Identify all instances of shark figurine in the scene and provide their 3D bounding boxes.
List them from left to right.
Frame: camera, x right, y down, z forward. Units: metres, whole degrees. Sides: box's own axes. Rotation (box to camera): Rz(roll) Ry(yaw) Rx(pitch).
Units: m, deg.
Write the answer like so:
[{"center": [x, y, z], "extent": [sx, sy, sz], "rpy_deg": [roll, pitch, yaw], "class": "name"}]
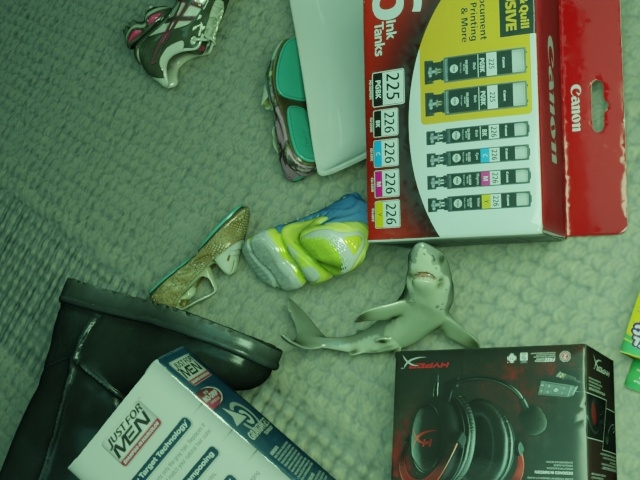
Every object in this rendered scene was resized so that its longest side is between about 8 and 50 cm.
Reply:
[{"center": [0.087, 0.081, 1.095], "extent": [0.278, 0.166, 0.116], "rpy_deg": [-32, 32, 42], "class": "shark figurine"}]

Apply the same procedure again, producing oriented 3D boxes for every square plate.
[{"center": [0.125, -0.290, 1.202], "extent": [0.344, 0.049, 0.347], "rpy_deg": [-21, 63, 27], "class": "square plate"}]

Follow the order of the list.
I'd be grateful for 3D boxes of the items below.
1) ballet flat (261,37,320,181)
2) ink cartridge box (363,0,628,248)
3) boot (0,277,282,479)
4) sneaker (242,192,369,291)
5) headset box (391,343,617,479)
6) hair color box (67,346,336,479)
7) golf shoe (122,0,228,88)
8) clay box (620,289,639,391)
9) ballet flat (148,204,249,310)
[{"center": [-0.047, -0.184, 1.277], "extent": [0.079, 0.077, 0.221], "rpy_deg": [-36, 55, 47], "class": "ballet flat"}, {"center": [0.196, -0.153, 1.013], "extent": [0.272, 0.130, 0.309], "rpy_deg": [-4, 85, 27], "class": "ink cartridge box"}, {"center": [-0.264, 0.303, 1.171], "extent": [0.367, 0.146, 0.445], "rpy_deg": [11, 78, 34], "class": "boot"}, {"center": [0.000, 0.000, 1.182], "extent": [0.126, 0.091, 0.240], "rpy_deg": [-38, 20, -32], "class": "sneaker"}, {"center": [0.191, 0.264, 0.935], "extent": [0.218, 0.110, 0.293], "rpy_deg": [-6, 71, 32], "class": "headset box"}, {"center": [-0.095, 0.301, 1.023], "extent": [0.347, 0.105, 0.174], "rpy_deg": [40, 98, 6], "class": "hair color box"}, {"center": [-0.188, -0.362, 1.423], "extent": [0.273, 0.105, 0.120], "rpy_deg": [-40, 72, 23], "class": "golf shoe"}, {"center": [0.394, 0.060, 0.902], "extent": [0.127, 0.053, 0.222], "rpy_deg": [16, 83, 37], "class": "clay box"}, {"center": [-0.159, 0.037, 1.286], "extent": [0.206, 0.073, 0.067], "rpy_deg": [-44, 82, 17], "class": "ballet flat"}]
